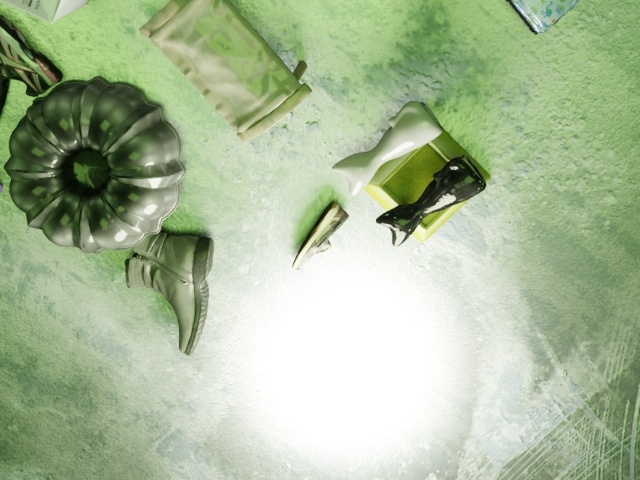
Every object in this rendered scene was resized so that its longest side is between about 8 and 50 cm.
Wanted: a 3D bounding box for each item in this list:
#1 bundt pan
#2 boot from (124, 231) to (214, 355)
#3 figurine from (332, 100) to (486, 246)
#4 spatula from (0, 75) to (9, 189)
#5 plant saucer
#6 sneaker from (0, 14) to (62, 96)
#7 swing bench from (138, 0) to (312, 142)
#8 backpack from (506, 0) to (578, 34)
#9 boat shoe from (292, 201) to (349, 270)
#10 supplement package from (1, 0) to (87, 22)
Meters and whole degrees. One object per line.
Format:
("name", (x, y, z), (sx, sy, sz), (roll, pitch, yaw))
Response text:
("bundt pan", (-0.414, -0.124, 1.737), (0.331, 0.124, 0.331), (0, 103, 2))
("boot", (-0.298, 0.093, 1.875), (0.161, 0.083, 0.246), (8, 103, 2))
("figurine", (0.155, -0.119, 1.760), (0.209, 0.092, 0.215), (-38, 106, 15))
("spatula", (-0.607, -0.162, 1.775), (0.030, 0.084, 0.296), (17, 103, 18))
("plant saucer", (0.197, -0.111, 1.830), (0.188, 0.045, 0.188), (42, 103, -14))
("sneaker", (-0.548, -0.324, 1.712), (0.077, 0.072, 0.178), (-42, 105, 9))
("swing bench", (-0.159, -0.314, 1.635), (0.165, 0.255, 0.253), (-39, 106, 11))
("backpack", (0.399, -0.433, 1.705), (0.114, 0.084, 0.105), (-41, 108, 9))
("boat shoe", (0.000, 0.000, 1.856), (0.049, 0.056, 0.152), (32, 105, -7))
("supplement package", (-0.436, -0.485, 1.560), (0.145, 0.262, 0.204), (22, 107, -9))
